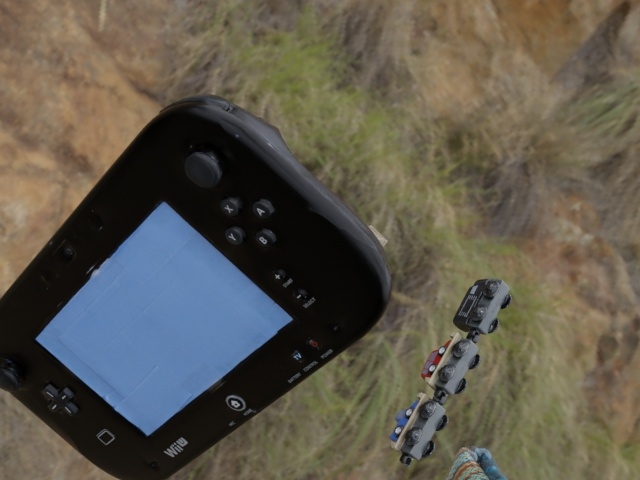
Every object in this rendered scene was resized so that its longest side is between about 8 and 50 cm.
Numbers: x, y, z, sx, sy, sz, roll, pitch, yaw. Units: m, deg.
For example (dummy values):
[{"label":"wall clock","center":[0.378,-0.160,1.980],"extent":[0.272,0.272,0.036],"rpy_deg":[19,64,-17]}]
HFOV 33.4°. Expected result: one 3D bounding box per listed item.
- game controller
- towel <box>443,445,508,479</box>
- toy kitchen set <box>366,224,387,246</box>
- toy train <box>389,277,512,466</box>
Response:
[{"label":"game controller","center":[-0.096,0.047,0.657],"extent":[0.166,0.319,0.067],"rpy_deg":[48,41,-1]},{"label":"towel","center":[0.024,0.307,0.489],"extent":[0.040,0.370,0.271],"rpy_deg":[22,11,-15]},{"label":"toy kitchen set","center":[0.000,0.000,0.845],"extent":[0.083,0.075,0.068],"rpy_deg":[45,9,16]},{"label":"toy train","center":[0.094,0.095,0.792],"extent":[0.027,0.036,0.158],"rpy_deg":[45,67,-35]}]
